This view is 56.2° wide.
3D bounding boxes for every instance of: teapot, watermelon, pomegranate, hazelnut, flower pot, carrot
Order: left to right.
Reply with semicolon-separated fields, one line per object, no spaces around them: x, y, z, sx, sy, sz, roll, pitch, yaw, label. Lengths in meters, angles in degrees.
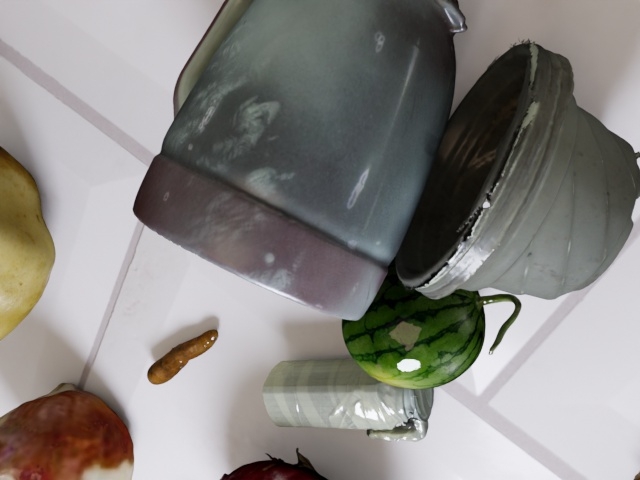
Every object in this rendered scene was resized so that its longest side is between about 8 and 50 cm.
-0.545;0.004;0.828;0.332;0.332;0.332;9;112;24;pomegranate
-0.434;0.346;0.964;0.261;0.261;0.241;-30;60;32;hazelnut
-0.199;0.166;0.866;0.165;0.035;0.036;-38;88;30;carrot
-0.024;-0.131;0.568;0.315;0.233;0.312;28;92;35;teapot
0.038;0.199;0.731;0.200;0.077;0.107;-9;109;29;teapot
0.114;0.079;0.613;0.187;0.140;0.141;-17;99;27;watermelon
0.173;-0.040;0.515;0.140;0.235;0.235;22;119;-6;flower pot

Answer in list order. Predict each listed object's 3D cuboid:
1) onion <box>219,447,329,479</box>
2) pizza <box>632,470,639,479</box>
-0.039;0.439;0.761;0.314;0.232;0.314;26;135;30;onion
0.379;0.302;0.601;0.201;0.053;0.193;-4;108;40;pizza
